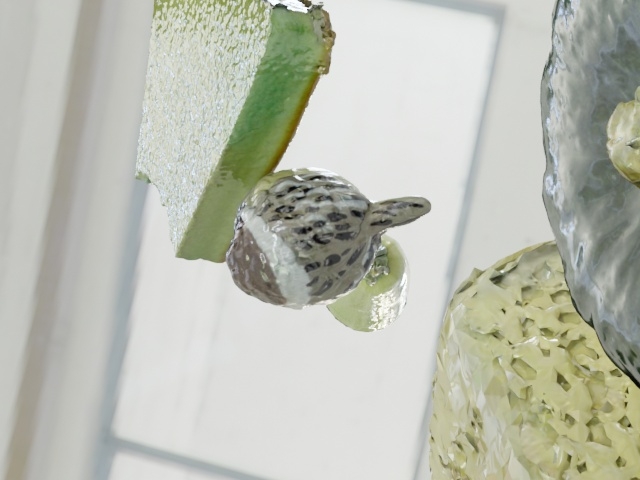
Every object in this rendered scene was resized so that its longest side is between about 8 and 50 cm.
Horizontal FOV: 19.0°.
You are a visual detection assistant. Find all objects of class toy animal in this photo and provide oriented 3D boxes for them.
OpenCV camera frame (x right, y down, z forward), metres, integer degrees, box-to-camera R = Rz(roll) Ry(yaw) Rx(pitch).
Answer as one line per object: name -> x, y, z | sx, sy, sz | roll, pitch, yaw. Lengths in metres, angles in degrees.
toy animal -> 0.000, 0.000, 1.270 | 0.098, 0.137, 0.098 | 13, -106, -60

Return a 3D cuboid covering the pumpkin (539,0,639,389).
pumpkin -> 0.155, -0.032, 0.614 | 0.152, 0.211, 0.211 | -15, -53, -21

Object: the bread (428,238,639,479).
bread -> 0.190, 0.162, 0.887 | 0.315, 0.279, 0.248 | 76, 168, -47

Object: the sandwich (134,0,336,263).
sandwich -> -0.063, -0.082, 1.342 | 0.245, 0.063, 0.212 | -141, 56, -63

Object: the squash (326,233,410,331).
squash -> 0.049, 0.036, 1.904 | 0.224, 0.094, 0.094 | 97, -172, -82
